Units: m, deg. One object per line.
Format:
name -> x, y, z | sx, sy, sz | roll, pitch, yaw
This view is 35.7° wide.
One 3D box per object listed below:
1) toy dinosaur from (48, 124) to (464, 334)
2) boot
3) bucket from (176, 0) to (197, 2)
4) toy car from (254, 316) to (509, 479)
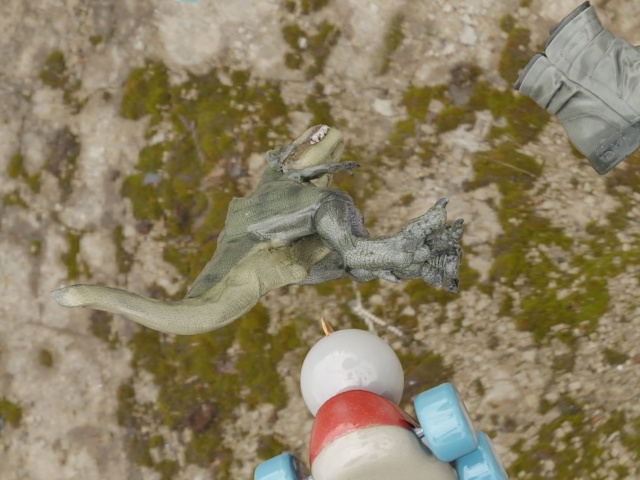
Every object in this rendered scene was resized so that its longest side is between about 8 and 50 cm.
toy dinosaur -> 0.000, 0.000, 0.434 | 0.118, 0.268, 0.064 | 5, 106, 12
boot -> 0.323, -0.194, 1.044 | 0.161, 0.083, 0.246 | 49, 129, 4
bucket -> -0.061, -0.304, 0.620 | 0.281, 0.281, 0.183 | 29, 146, 25
toy car -> 0.050, 0.187, 1.074 | 0.219, 0.210, 0.238 | -26, 46, 11
